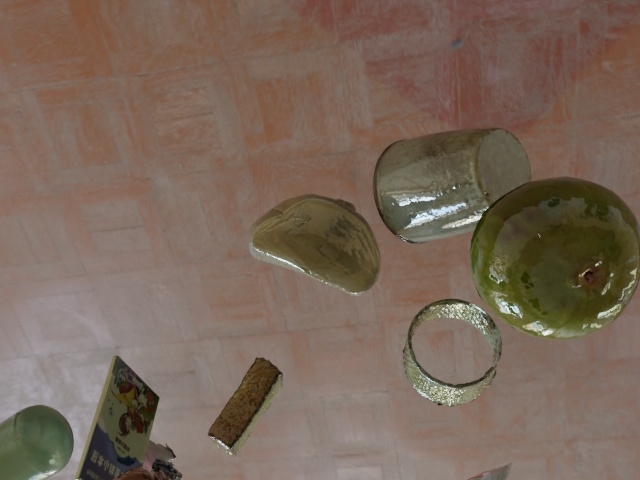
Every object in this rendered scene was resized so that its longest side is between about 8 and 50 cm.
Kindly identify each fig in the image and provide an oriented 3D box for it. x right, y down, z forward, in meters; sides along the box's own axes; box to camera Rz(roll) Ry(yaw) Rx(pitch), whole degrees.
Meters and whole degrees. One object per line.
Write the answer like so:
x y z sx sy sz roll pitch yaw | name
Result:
0.408 0.025 1.170 0.315 0.316 0.316 2 121 3 | fig

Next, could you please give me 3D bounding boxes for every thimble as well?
0.365 0.305 1.769 0.270 0.271 0.150 0 149 4 | thimble

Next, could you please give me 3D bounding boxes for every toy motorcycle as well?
-0.500 0.580 1.723 0.204 0.108 0.239 26 157 -39 | toy motorcycle

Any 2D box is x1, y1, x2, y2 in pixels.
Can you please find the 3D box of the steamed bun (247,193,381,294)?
-0.002 -0.005 1.797 0.383 0.247 0.236 22 83 -3 | steamed bun

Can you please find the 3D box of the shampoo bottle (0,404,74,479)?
-0.655 0.458 1.271 0.349 0.222 0.151 -32 130 4 | shampoo bottle

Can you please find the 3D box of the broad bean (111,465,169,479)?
-0.295 0.464 1.082 0.122 0.156 0.228 -33 162 -15 | broad bean

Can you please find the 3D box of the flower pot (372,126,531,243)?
0.350 -0.148 1.649 0.330 0.294 0.294 -7 128 52 | flower pot

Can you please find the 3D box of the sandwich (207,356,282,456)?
-0.217 0.503 1.904 0.095 0.273 0.249 30 155 11 | sandwich

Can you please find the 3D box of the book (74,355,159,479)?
-0.491 0.478 1.581 0.018 0.323 0.228 -11 136 15 | book

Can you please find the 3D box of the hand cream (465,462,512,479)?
0.434 0.634 1.683 0.038 0.053 0.216 9 148 -20 | hand cream
